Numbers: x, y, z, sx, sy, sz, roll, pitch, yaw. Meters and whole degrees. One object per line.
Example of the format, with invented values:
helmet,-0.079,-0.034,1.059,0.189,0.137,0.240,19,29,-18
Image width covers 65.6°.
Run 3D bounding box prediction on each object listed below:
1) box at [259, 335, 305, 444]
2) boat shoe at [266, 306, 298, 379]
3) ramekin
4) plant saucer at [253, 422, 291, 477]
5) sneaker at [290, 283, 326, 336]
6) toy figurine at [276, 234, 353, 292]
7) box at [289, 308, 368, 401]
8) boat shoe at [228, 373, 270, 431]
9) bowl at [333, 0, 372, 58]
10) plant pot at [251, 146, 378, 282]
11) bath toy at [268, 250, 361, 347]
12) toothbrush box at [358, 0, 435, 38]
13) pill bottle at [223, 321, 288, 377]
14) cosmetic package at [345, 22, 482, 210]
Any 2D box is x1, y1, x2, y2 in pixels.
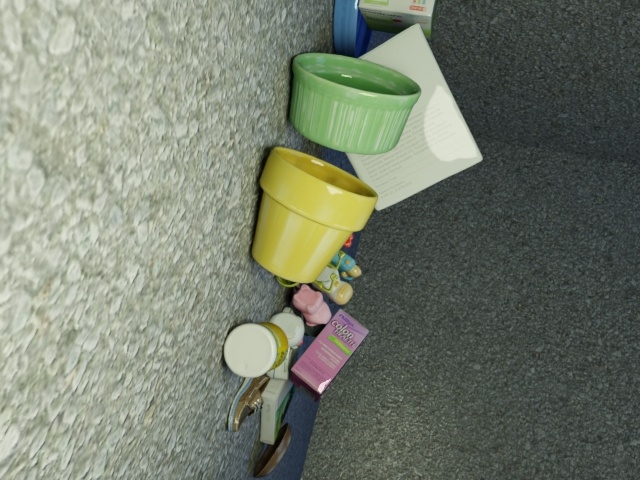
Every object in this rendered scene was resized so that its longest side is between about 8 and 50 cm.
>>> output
box,-0.127,0.494,1.705,0.322,0.058,0.232,-61,161,-55
boat shoe,-0.105,0.326,1.569,0.083,0.075,0.226,57,46,-77
ramekin,0.070,-0.323,1.171,0.303,0.303,0.148,-63,169,-58
plant saucer,-0.150,0.699,1.640,0.199,0.036,0.198,-54,180,0
sneaker,-0.059,0.152,1.634,0.131,0.112,0.319,-6,-97,56
toy figurine,0.000,0.000,1.495,0.217,0.191,0.363,88,17,-72
box,0.023,0.370,1.578,0.243,0.117,0.213,-49,168,-22
boat shoe,-0.178,0.407,1.267,0.183,0.066,0.066,-68,166,-47
bowl,0.117,-0.752,1.549,0.391,0.077,0.391,12,90,-80
plant pot,-0.036,-0.047,1.098,0.239,0.254,0.254,-64,175,16
bath toy,-0.017,0.191,1.510,0.348,0.151,0.129,-48,166,-27
toothbrush box,0.238,-0.701,1.470,0.283,0.206,0.122,-40,142,-76
pill bottle,-0.139,0.249,1.155,0.208,0.117,0.118,49,54,-79
cosmetic package,0.231,-0.358,1.458,0.394,0.327,0.329,60,19,-11
